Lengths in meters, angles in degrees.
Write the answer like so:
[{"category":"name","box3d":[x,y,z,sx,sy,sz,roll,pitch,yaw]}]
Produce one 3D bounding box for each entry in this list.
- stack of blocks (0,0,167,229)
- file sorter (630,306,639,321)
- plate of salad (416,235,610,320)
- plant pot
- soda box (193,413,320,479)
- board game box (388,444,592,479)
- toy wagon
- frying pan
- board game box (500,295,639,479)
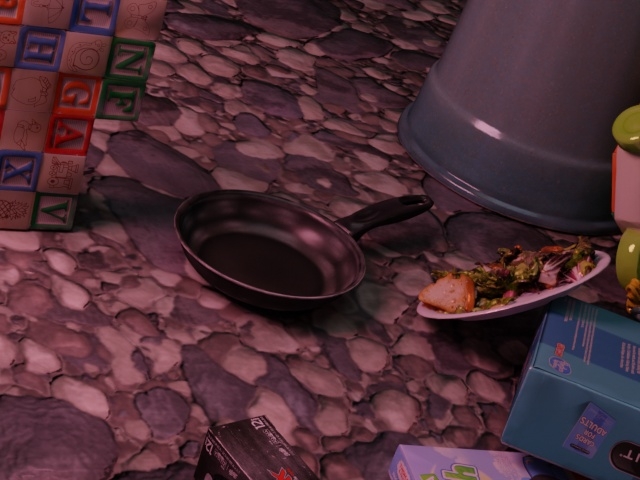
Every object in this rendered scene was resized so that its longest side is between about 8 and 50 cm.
[{"category":"stack of blocks","box3d":[-0.258,-0.158,1.336,0.171,0.297,0.087,3,30,-25]},{"category":"file sorter","box3d":[0.455,-0.012,1.414,0.173,0.277,0.193,25,-10,-20]},{"category":"plate of salad","box3d":[0.190,0.034,1.420,0.200,0.048,0.200,-17,8,2]},{"category":"plant pot","box3d":[0.305,-0.236,1.745,0.341,0.334,0.341,14,30,-8]},{"category":"soda box","box3d":[-0.028,0.210,1.090,0.060,0.053,0.169,-8,38,-38]},{"category":"board game box","box3d":[0.178,0.239,1.170,0.211,0.039,0.160,6,31,-20]},{"category":"toy wagon","box3d":[0.406,-0.065,1.613,0.068,0.267,0.344,11,60,43]},{"category":"frying pan","box3d":[-0.027,-0.012,1.470,0.197,0.053,0.326,26,28,14]},{"category":"board game box","box3d":[0.345,0.170,1.283,0.336,0.079,0.254,22,17,8]}]
